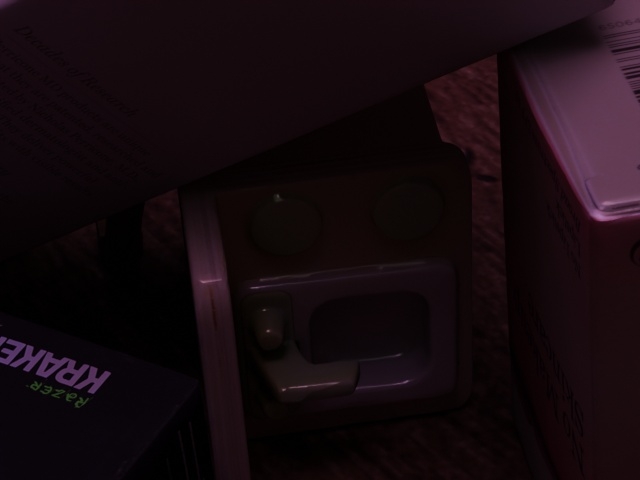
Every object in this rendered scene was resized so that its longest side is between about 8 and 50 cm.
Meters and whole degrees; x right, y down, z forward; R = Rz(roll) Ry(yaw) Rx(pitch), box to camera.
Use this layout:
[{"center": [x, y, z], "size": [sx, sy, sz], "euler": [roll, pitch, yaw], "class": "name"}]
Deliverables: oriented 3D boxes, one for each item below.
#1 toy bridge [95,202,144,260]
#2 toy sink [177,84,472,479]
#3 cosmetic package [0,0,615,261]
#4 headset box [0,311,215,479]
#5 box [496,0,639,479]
[{"center": [-0.101, -0.065, 1.015], "size": [0.026, 0.188, 0.063], "euler": [-2, 38, -11], "class": "toy bridge"}, {"center": [0.000, 0.000, 0.951], "size": [0.131, 0.153, 0.234], "euler": [-8, 37, -4], "class": "toy sink"}, {"center": [-0.083, -0.147, 0.848], "size": [0.385, 0.156, 0.217], "euler": [-24, 54, 26], "class": "cosmetic package"}, {"center": [-0.214, 0.156, 0.794], "size": [0.246, 0.131, 0.283], "euler": [16, 43, 26], "class": "headset box"}, {"center": [0.153, 0.027, 0.832], "size": [0.126, 0.232, 0.149], "euler": [-10, 38, -5], "class": "box"}]
